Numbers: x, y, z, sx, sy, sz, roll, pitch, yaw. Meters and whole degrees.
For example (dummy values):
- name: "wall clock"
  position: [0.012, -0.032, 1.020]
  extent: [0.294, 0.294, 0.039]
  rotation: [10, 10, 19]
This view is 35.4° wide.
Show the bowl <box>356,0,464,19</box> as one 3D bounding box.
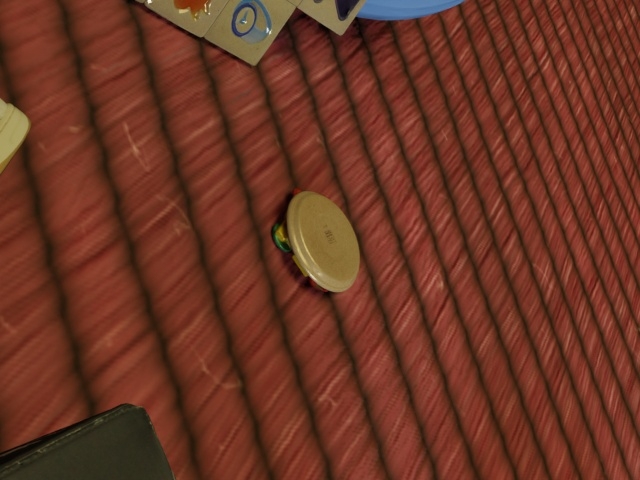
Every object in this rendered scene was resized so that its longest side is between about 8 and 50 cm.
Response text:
- name: "bowl"
  position: [0.052, -0.389, 0.856]
  extent: [0.391, 0.077, 0.391]
  rotation: [2, 85, -28]

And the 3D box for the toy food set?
- name: "toy food set"
  position: [0.000, 0.000, 0.749]
  extent: [0.083, 0.020, 0.083]
  rotation: [56, 34, -12]

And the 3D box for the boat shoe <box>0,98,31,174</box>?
- name: "boat shoe"
  position: [-0.193, -0.023, 0.465]
  extent: [0.059, 0.063, 0.170]
  rotation: [44, 29, -24]

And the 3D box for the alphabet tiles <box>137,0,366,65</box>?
- name: "alphabet tiles"
  position: [-0.042, -0.276, 0.666]
  extent: [0.342, 0.285, 0.011]
  rotation: [22, 20, -47]

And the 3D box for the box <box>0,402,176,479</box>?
- name: "box"
  position: [-0.155, 0.183, 0.301]
  extent: [0.270, 0.143, 0.165]
  rotation: [-22, 87, -56]
